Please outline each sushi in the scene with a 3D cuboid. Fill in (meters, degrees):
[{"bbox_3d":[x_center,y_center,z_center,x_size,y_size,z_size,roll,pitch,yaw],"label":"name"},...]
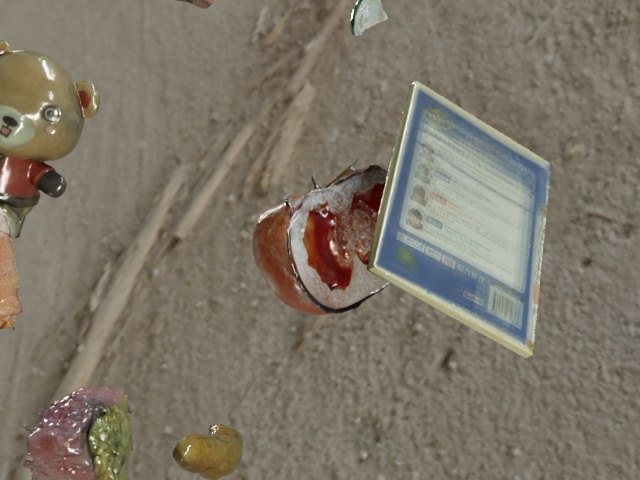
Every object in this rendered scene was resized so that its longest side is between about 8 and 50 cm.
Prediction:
[{"bbox_3d":[-0.308,0.258,1.410,0.107,0.241,0.161,-3,52,5],"label":"sushi"}]

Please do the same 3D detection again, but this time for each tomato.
[{"bbox_3d":[0.000,0.000,1.423,0.214,0.181,0.155,-21,7,-37],"label":"tomato"}]

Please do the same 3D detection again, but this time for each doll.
[{"bbox_3d":[-0.520,-0.161,1.830,0.330,0.235,0.174,-64,-4,12],"label":"doll"}]

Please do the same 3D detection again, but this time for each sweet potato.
[{"bbox_3d":[-0.114,0.227,1.137,0.182,0.053,0.054,40,-119,-80],"label":"sweet potato"}]

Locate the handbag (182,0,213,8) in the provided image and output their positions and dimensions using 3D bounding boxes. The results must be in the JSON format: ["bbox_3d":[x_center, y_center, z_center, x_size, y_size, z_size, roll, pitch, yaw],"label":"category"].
[{"bbox_3d":[-0.249,-0.421,1.462,0.193,0.251,0.190,36,112,27],"label":"handbag"}]

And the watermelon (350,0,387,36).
[{"bbox_3d":[0.081,-0.372,1.783,0.085,0.061,0.085,-163,90,-86],"label":"watermelon"}]

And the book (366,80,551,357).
[{"bbox_3d":[0.179,-0.034,1.310,0.018,0.228,0.322,-45,22,45],"label":"book"}]

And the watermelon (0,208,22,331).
[{"bbox_3d":[-0.353,-0.013,0.957,0.146,0.128,0.231,60,153,34],"label":"watermelon"}]
